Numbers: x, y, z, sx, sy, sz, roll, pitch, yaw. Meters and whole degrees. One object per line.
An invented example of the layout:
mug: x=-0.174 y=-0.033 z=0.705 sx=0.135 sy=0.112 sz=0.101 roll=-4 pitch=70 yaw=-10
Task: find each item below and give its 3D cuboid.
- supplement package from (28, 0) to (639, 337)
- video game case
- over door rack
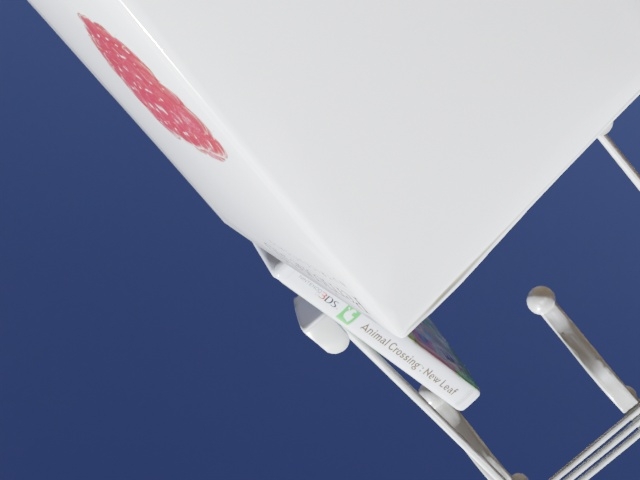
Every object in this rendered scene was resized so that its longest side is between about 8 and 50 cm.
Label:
supplement package: x=-0.028 y=-0.137 z=0.576 sx=0.175 sy=0.293 sz=0.177 roll=-46 pitch=-149 yaw=-9
video game case: x=0.000 y=0.000 z=0.946 sx=0.193 sy=0.023 sz=0.212 roll=38 pitch=-168 yaw=-40
over door rack: x=0.155 y=0.043 z=1.039 sx=0.324 sy=0.239 sz=0.108 roll=44 pitch=-172 yaw=-38
